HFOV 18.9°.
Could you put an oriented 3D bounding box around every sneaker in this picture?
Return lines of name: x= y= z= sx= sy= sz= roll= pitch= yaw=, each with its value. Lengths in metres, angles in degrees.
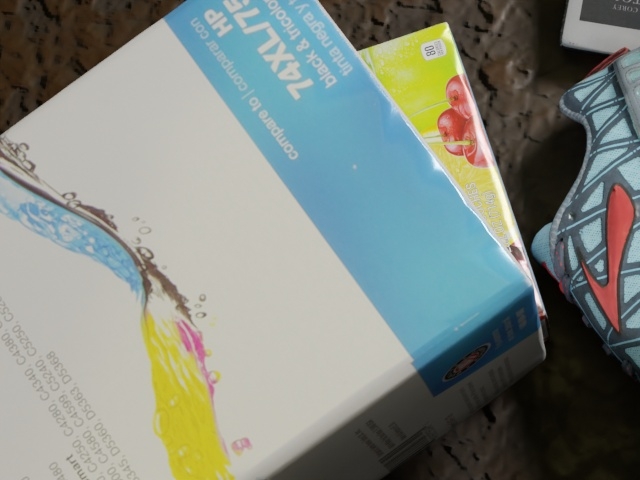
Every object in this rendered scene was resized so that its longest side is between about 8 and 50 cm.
sneaker: x=0.174 y=0.020 z=0.999 sx=0.125 sy=0.104 sz=0.262 roll=-11 pitch=62 yaw=29

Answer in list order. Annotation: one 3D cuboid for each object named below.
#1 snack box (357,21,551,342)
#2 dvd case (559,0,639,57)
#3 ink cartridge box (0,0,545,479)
snack box: x=0.000 y=0.000 z=1.038 sx=0.207 sy=0.070 sz=0.174 roll=-19 pitch=71 yaw=5
dvd case: x=0.238 y=-0.207 z=1.042 sx=0.179 sy=0.029 sz=0.239 roll=11 pitch=95 yaw=14
ink cartridge box: x=-0.062 y=0.042 z=0.897 sx=0.270 sy=0.198 sz=0.197 roll=-36 pitch=75 yaw=-1
